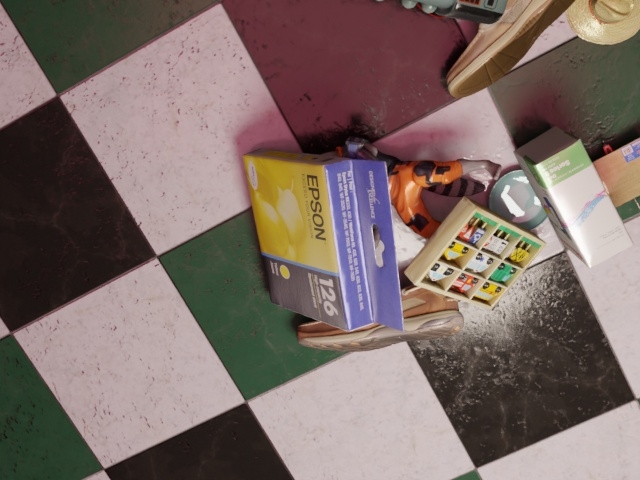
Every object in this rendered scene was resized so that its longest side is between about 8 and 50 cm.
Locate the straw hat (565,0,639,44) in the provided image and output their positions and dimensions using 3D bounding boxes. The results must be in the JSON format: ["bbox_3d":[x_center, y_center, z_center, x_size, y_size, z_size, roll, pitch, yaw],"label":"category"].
[{"bbox_3d":[0.498,-0.403,1.324,0.144,0.061,0.145,1,107,3],"label":"straw hat"}]

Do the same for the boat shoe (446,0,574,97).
[{"bbox_3d":[0.319,-0.374,1.327,0.302,0.109,0.098,-46,68,16],"label":"boat shoe"}]

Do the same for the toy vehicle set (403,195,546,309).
[{"bbox_3d":[0.280,0.030,1.372,0.266,0.035,0.166,19,113,-47],"label":"toy vehicle set"}]

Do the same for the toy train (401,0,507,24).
[{"bbox_3d":[0.166,-0.453,1.201,0.333,0.142,0.190,5,109,-21],"label":"toy train"}]

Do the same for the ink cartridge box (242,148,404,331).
[{"bbox_3d":[0.000,0.000,1.356,0.072,0.307,0.304,-22,113,-35],"label":"ink cartridge box"}]

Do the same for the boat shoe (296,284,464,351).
[{"bbox_3d":[0.109,0.142,1.485,0.324,0.123,0.117,-11,72,15],"label":"boat shoe"}]

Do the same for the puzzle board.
[{"bbox_3d":[0.549,-0.121,1.397,0.128,0.011,0.096,-29,102,14],"label":"puzzle board"}]

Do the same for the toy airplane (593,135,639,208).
[{"bbox_3d":[0.550,-0.124,1.418,0.151,0.028,0.151,3,110,7],"label":"toy airplane"}]

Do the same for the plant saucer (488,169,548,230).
[{"bbox_3d":[0.372,-0.075,1.445,0.119,0.021,0.119,1,105,2],"label":"plant saucer"}]

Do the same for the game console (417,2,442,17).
[{"bbox_3d":[0.211,-0.608,1.281,0.342,0.060,0.386,-39,101,13],"label":"game console"}]

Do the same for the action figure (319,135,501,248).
[{"bbox_3d":[0.124,-0.068,1.422,0.330,0.179,0.341,17,136,4],"label":"action figure"}]

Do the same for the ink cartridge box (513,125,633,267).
[{"bbox_3d":[0.437,-0.077,1.349,0.093,0.154,0.212,-32,104,9],"label":"ink cartridge box"}]
